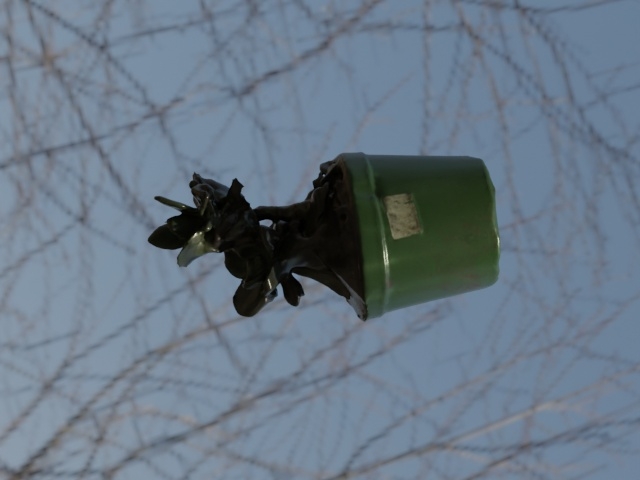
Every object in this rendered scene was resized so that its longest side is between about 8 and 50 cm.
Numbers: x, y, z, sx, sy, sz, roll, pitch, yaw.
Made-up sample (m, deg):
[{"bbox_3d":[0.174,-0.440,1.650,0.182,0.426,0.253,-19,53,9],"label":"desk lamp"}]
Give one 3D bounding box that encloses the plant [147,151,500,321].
[{"bbox_3d":[0.000,0.000,0.489,0.051,0.102,0.051,175,-90,-85],"label":"plant"}]
